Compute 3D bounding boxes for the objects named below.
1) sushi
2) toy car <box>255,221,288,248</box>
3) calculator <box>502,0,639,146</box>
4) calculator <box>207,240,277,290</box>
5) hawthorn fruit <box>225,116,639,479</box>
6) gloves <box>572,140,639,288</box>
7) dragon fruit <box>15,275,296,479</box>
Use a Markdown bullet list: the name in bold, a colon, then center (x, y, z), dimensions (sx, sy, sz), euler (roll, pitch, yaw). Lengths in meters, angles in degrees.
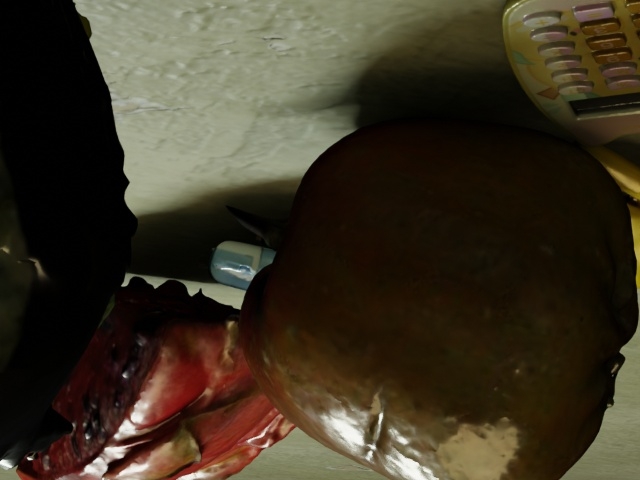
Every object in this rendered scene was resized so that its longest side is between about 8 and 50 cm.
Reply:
- **sushi**: center (-0.235, -0.022, 0.899), dimensions (0.328, 0.328, 0.285), euler (-19, 174, 13)
- **toy car**: center (0.000, 0.000, 1.437), dimensions (0.122, 0.035, 0.059), euler (8, 174, 43)
- **calculator**: center (0.197, -0.117, 1.044), dimensions (0.157, 0.033, 0.236), euler (-5, 161, 18)
- **calculator**: center (-0.036, 0.031, 1.441), dimensions (0.121, 0.039, 0.210), euler (16, 178, -3)
- **hawthorn fruit**: center (0.068, 0.041, 1.188), dimensions (0.301, 0.268, 0.268), euler (21, 170, 16)
- **gloves**: center (0.251, -0.014, 1.327), dimensions (0.294, 0.116, 0.133), euler (17, 131, -24)
- **dragon fruit**: center (-0.082, 0.161, 1.546), dimensions (0.329, 0.228, 0.286), euler (9, 180, -34)
